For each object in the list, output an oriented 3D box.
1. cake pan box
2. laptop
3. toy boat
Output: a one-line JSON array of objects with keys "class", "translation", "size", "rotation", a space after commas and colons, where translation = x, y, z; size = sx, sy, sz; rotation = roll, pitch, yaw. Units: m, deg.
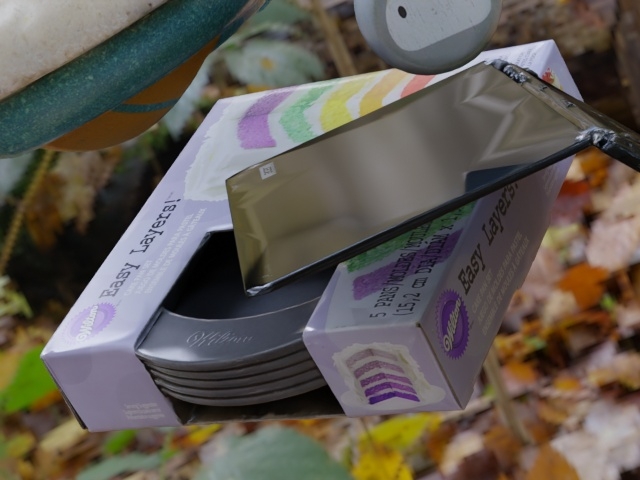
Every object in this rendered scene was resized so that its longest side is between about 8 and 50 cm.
[{"class": "cake pan box", "translation": [0.000, 0.000, 0.925], "size": [0.245, 0.070, 0.267], "rotation": [-8, 35, 34]}, {"class": "laptop", "translation": [0.105, 0.000, 0.789], "size": [0.136, 0.264, 0.234], "rotation": [-60, 12, 10]}, {"class": "toy boat", "translation": [-0.061, -0.122, 0.813], "size": [0.318, 0.148, 0.267], "rotation": [-12, 24, 43]}]
